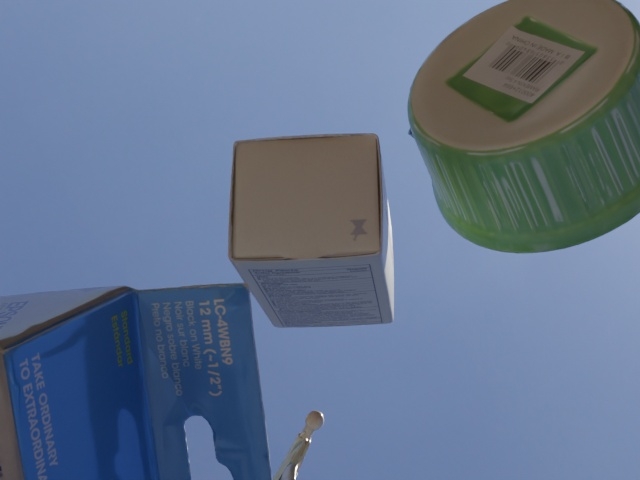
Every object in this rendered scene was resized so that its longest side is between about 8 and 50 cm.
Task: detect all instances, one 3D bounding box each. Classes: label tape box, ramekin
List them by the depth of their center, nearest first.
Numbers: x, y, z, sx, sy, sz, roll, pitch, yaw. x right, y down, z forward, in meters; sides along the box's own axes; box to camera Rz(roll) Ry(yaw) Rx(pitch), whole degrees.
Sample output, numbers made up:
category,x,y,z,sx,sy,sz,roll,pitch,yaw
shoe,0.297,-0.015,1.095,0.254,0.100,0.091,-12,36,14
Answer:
category,x,y,z,sx,sy,sz,roll,pitch,yaw
label tape box,-0.204,0.166,0.625,0.348,0.249,0.115,-4,-168,6
ramekin,0.247,-0.146,1.242,0.304,0.148,0.303,-19,-138,18

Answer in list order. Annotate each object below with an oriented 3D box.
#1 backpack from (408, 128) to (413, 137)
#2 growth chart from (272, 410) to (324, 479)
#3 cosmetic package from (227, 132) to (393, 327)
category,x,y,z,sx,sy,sz,roll,pitch,yaw
backpack,0.218,-0.192,1.505,0.144,0.188,0.165,29,-95,-6
growth chart,-0.048,0.251,0.812,0.237,0.021,0.172,-79,-165,-67
cosmetic package,0.000,0.000,1.175,0.153,0.296,0.129,-1,-107,4
